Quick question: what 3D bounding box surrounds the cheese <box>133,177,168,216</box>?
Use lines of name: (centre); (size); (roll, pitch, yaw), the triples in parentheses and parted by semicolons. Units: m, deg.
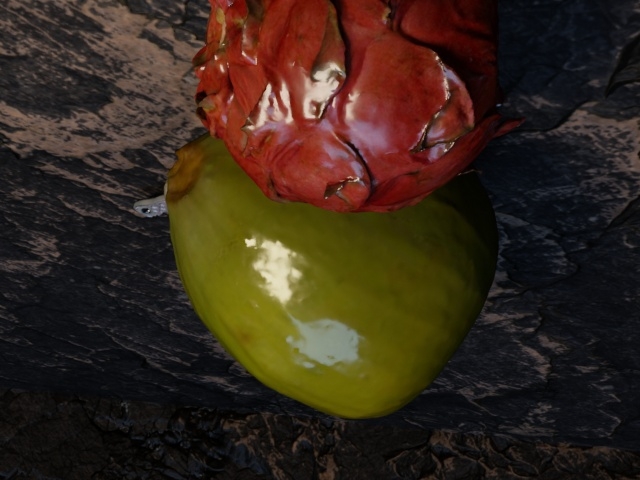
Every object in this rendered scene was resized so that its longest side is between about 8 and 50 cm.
cheese: (-0.168, -0.055, 1.154); (0.171, 0.047, 0.092); (0, 154, 16)

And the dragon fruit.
dragon fruit: (0.023, -0.136, 0.724); (0.252, 0.241, 0.241); (-21, 155, -4)

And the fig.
fig: (0.004, 0.008, 0.948); (0.343, 0.343, 0.343); (6, 155, 3)
